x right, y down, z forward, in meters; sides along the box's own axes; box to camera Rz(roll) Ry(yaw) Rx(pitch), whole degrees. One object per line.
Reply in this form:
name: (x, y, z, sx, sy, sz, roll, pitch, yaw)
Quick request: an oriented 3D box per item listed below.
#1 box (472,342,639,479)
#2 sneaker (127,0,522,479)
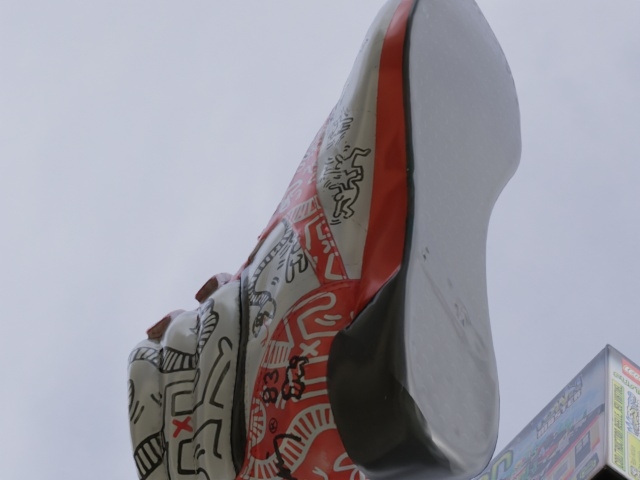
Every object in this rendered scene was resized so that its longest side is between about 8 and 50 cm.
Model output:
box: (0.087, 0.155, 0.743, 0.036, 0.114, 0.207, 36, -65, -7)
sneaker: (-0.001, 0.000, 0.618, 0.145, 0.090, 0.270, -23, -142, 30)
